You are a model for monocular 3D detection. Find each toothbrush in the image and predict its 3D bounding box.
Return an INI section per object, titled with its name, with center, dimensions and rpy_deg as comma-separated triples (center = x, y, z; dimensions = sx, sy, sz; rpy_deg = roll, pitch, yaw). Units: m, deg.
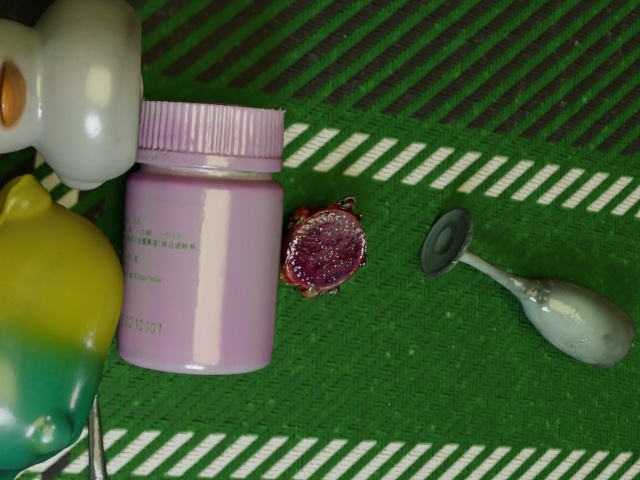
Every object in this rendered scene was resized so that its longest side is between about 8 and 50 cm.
[toothbrush]
center = -0.257, 0.275, 1.469
dimensions = 0.030, 0.030, 0.297
rpy_deg = -3, 99, 1

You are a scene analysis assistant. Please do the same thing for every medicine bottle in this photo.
[medicine bottle]
center = -0.132, -0.007, 1.413
dimensions = 0.178, 0.178, 0.291
rpy_deg = 1, 94, -25

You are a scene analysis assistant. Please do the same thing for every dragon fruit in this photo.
[dragon fruit]
center = -0.003, 0.004, 1.539
dimensions = 0.112, 0.068, 0.126
rpy_deg = -12, 114, -12

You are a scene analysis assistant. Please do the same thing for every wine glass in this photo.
[wine glass]
center = 0.240, 0.144, 1.646
dimensions = 0.309, 0.096, 0.264
rpy_deg = 30, 81, -26

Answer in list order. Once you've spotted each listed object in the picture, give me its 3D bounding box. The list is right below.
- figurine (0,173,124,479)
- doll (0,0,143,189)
[figurine]
center = -0.323, 0.114, 1.298
dimensions = 0.323, 0.231, 0.340
rpy_deg = 45, 63, -57
[doll]
center = -0.281, -0.154, 1.269
dimensions = 0.221, 0.251, 0.221
rpy_deg = -2, 106, -6
